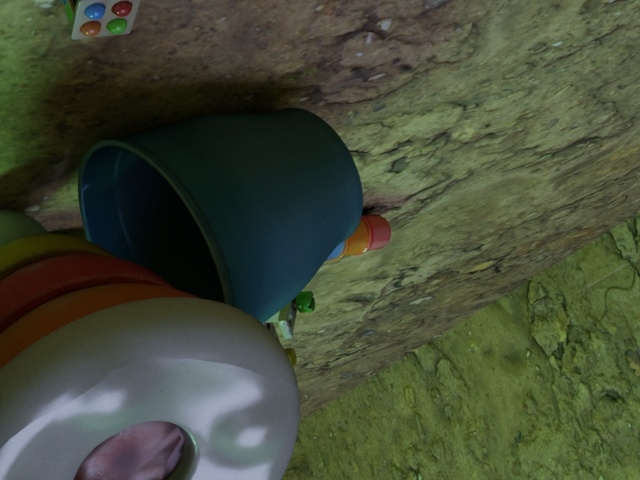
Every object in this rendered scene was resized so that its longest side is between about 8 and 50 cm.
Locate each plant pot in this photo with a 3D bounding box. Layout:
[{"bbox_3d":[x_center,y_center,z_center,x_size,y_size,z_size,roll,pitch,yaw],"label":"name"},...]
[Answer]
[{"bbox_3d":[-0.100,-0.033,1.118,0.255,0.271,0.271,-30,170,-35],"label":"plant pot"}]

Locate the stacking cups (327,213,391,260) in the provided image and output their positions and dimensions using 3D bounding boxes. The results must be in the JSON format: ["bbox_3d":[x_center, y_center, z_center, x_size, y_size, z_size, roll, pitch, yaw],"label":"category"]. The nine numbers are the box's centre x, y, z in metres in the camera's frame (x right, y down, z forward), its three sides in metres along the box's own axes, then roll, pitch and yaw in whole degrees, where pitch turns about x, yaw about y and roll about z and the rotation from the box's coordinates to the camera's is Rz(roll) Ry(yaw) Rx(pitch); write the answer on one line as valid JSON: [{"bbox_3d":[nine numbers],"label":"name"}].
[{"bbox_3d":[0.000,0.000,1.590,0.316,0.096,0.096,-8,158,-42],"label":"stacking cups"}]

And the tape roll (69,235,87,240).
[{"bbox_3d":[-0.327,0.178,1.206,0.392,0.392,0.072,-11,159,-33],"label":"tape roll"}]

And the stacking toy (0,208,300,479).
[{"bbox_3d":[-0.272,0.111,1.007,0.351,0.480,0.350,-18,127,-25],"label":"stacking toy"}]

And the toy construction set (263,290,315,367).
[{"bbox_3d":[-0.099,0.148,1.650,0.237,0.257,0.309,-15,-171,14],"label":"toy construction set"}]

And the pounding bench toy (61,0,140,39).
[{"bbox_3d":[-0.188,-0.196,0.793,0.052,0.065,0.083,-14,161,-28],"label":"pounding bench toy"}]
